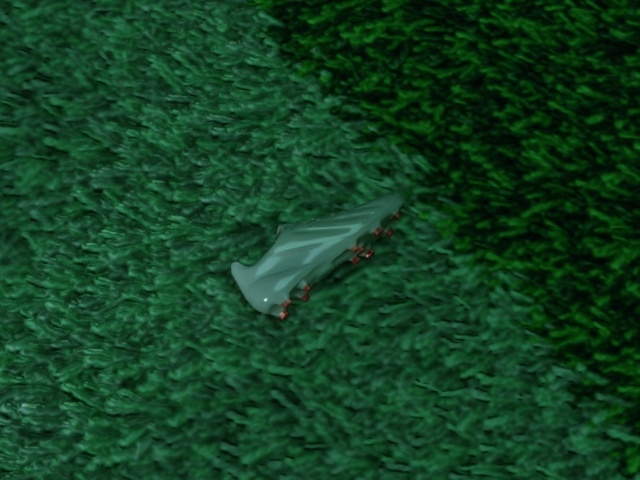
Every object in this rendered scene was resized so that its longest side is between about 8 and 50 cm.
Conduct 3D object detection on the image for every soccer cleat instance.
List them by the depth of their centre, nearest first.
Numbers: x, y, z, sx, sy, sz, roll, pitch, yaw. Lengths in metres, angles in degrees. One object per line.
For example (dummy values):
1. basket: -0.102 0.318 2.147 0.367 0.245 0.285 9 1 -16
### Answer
1. soccer cleat: 0.000 0.000 1.958 0.196 0.068 0.076 -36 73 -26
